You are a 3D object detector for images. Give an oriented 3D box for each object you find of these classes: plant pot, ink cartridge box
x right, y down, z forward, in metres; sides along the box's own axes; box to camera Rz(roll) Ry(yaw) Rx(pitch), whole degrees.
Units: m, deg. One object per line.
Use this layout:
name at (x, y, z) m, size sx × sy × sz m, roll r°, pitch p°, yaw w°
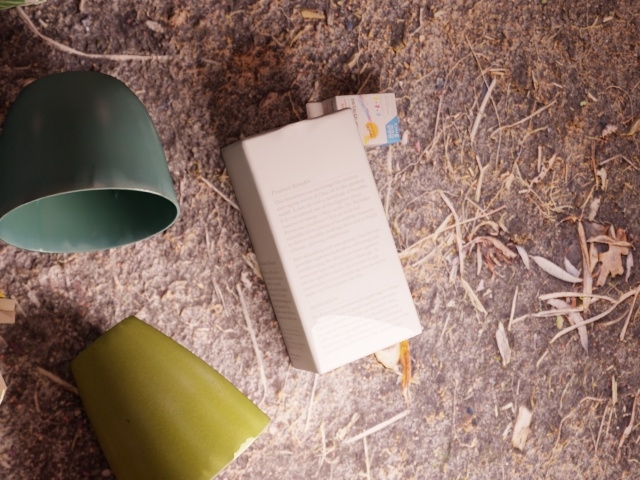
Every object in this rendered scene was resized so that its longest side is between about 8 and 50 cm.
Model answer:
plant pot at (-0.282, 0.283, 1.735) m, size 0.275 × 0.275 × 0.293 m, roll -40°, pitch 89°, yaw -27°
ink cartridge box at (0.068, -0.241, 2.080) m, size 0.181 × 0.062 × 0.104 m, roll -8°, pitch 89°, yaw -30°
plant pot at (-0.394, -0.136, 1.688) m, size 0.293 × 0.293 × 0.235 m, roll 0°, pitch 69°, yaw -30°

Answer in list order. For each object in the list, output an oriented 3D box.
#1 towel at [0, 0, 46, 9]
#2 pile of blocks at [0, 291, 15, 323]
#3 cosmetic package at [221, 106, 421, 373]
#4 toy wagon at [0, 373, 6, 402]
towel at (-0.627, -0.487, 1.677) m, size 0.325 × 0.038 × 0.247 m, roll -20°, pitch 96°, yaw -45°
pile of blocks at (-0.608, -0.004, 1.638) m, size 0.362 × 0.113 × 0.149 m, roll 46°, pitch 65°, yaw -18°
cosmetic package at (0.000, 0.000, 1.944) m, size 0.230 × 0.161 × 0.453 m, roll -19°, pitch 95°, yaw -20°
toy wagon at (-0.680, 0.226, 1.599) m, size 0.344 × 0.068 × 0.267 m, roll 27°, pitch 72°, yaw -25°
